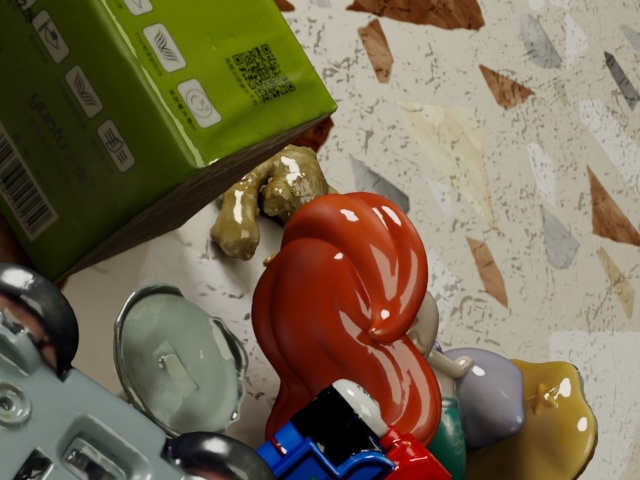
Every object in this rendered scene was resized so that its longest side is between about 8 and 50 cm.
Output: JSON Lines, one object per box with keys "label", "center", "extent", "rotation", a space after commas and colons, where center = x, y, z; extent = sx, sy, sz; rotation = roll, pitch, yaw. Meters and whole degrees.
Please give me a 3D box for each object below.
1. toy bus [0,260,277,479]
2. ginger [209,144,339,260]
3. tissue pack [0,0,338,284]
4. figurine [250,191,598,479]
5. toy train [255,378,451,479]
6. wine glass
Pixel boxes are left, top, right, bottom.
{"label": "toy bus", "center": [-0.170, 0.167, 0.642], "extent": [0.287, 0.232, 0.194], "rotation": [38, 40, -9]}
{"label": "ginger", "center": [0.000, 0.000, 1.065], "extent": [0.193, 0.052, 0.176], "rotation": [14, 62, -38]}
{"label": "tissue pack", "center": [-0.155, -0.143, 0.889], "extent": [0.167, 0.200, 0.275], "rotation": [-27, 86, -48]}
{"label": "figurine", "center": [0.055, 0.106, 0.954], "extent": [0.257, 0.208, 0.181], "rotation": [34, 11, -27]}
{"label": "toy train", "center": [-0.030, 0.172, 0.815], "extent": [0.131, 0.204, 0.083], "rotation": [50, -4, -5]}
{"label": "wine glass", "center": [-0.131, 0.104, 0.766], "extent": [0.122, 0.183, 0.122], "rotation": [30, 45, -35]}
